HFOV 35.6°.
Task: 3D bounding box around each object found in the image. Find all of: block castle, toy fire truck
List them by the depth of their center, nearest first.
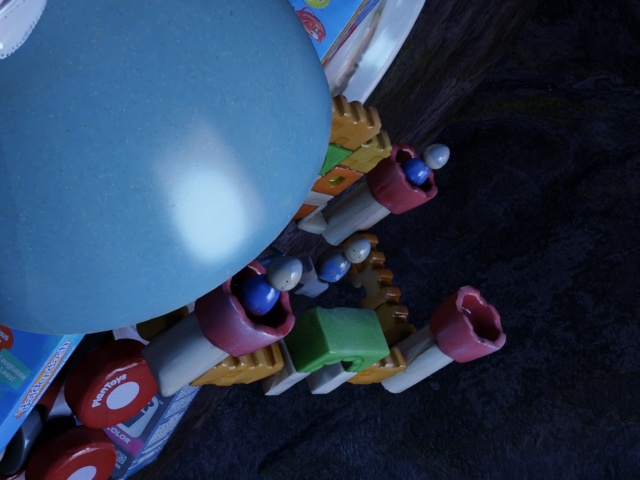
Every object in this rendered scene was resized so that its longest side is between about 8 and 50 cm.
[{"bbox_3d":[-0.331,0.159,1.021,0.254,0.169,0.302,-1,129,-48],"label":"toy fire truck"},{"bbox_3d":[0.000,0.000,1.094,0.213,0.303,0.453,-37,151,32],"label":"block castle"}]

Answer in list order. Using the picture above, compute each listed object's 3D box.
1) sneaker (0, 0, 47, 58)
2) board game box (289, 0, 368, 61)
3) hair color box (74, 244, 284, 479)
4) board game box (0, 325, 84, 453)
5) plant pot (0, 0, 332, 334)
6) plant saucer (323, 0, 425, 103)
[{"bbox_3d":[-0.216,-0.128,0.336,0.366,0.137,0.210,-52,137,-35],"label":"sneaker"},{"bbox_3d":[0.053,-0.291,0.882,0.302,0.086,0.308,-56,-175,-39],"label":"board game box"},{"bbox_3d":[-0.215,0.115,1.279,0.347,0.174,0.105,-57,169,14],"label":"hair color box"},{"bbox_3d":[-0.288,0.070,0.825,0.210,0.160,0.047,-55,170,0],"label":"board game box"},{"bbox_3d":[-0.155,-0.118,0.594,0.290,0.290,0.195,-51,148,-21],"label":"plant pot"},{"bbox_3d":[0.011,-0.265,1.288,0.400,0.100,0.400,-53,171,-13],"label":"plant saucer"}]
